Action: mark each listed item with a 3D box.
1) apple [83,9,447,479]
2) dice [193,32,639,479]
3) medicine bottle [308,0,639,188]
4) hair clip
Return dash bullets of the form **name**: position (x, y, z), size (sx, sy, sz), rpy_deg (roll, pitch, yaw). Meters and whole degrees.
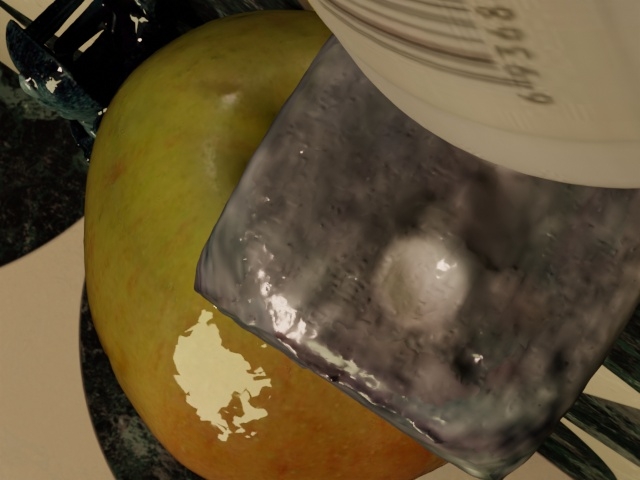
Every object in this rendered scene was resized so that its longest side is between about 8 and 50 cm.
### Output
- **apple**: position (0.000, 0.000, 1.080), size (0.338, 0.338, 0.305), rpy_deg (31, 152, 21)
- **dice**: position (0.056, -0.003, 0.744), size (0.181, 0.183, 0.182), rpy_deg (32, 173, 0)
- **medicine bottle**: position (0.038, -0.168, 0.277), size (0.208, 0.208, 0.340), rpy_deg (29, 170, 30)
- **hair clip**: position (-0.156, -0.130, 1.442), size (0.206, 0.194, 0.310), rpy_deg (45, 176, 11)
